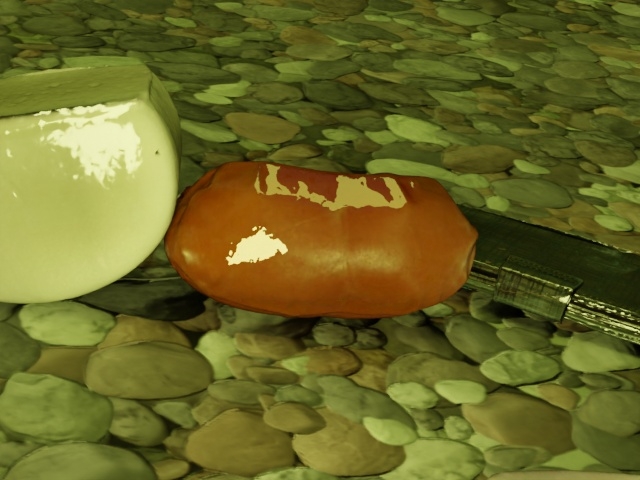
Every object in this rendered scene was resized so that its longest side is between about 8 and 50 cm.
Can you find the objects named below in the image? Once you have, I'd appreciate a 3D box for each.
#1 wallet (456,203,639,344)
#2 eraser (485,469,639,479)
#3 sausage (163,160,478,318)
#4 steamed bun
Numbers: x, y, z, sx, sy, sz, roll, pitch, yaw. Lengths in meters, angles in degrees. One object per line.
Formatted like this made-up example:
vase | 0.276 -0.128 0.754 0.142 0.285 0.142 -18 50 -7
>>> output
wallet | 0.208 0.028 1.362 0.317 0.044 0.169 17 21 16
eraser | 0.209 0.208 0.924 0.243 0.059 0.204 18 25 14
sausage | 0.000 0.003 1.246 0.258 0.133 0.133 4 24 -13
steamed bun | -0.231 -0.044 1.224 0.242 0.164 0.146 -8 23 0
